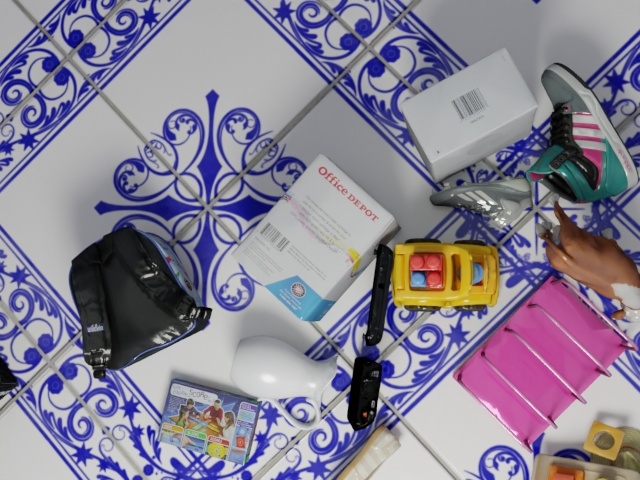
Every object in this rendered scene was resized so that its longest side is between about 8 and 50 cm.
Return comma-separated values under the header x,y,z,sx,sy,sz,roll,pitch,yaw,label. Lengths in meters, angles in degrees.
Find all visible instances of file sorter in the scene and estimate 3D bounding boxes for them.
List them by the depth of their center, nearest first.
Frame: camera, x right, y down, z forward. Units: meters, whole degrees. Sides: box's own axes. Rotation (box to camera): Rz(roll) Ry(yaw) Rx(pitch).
x,y,z,sx,sy,sz,roll,pitch,yaw,label
0.425,0.235,1.542,0.202,0.182,0.291,45,93,11,file sorter

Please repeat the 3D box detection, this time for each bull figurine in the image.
x,y,z,sx,sy,sz,roll,pitch,yaw,label
0.526,0.039,1.536,0.101,0.310,0.188,-42,38,24,bull figurine

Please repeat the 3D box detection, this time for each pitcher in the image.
x,y,z,sx,sy,sz,roll,pitch,yaw,label
-0.083,0.295,1.666,0.207,0.125,0.178,15,102,0,pitcher

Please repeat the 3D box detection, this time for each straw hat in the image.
x,y,z,sx,sy,sz,roll,pitch,yaw,label
0.596,0.435,1.553,0.144,0.061,0.145,-1,84,10,straw hat

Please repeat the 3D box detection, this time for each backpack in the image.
x,y,z,sx,sy,sz,roll,pitch,yaw,label
-0.384,0.110,1.685,0.276,0.213,0.263,-27,88,0,backpack

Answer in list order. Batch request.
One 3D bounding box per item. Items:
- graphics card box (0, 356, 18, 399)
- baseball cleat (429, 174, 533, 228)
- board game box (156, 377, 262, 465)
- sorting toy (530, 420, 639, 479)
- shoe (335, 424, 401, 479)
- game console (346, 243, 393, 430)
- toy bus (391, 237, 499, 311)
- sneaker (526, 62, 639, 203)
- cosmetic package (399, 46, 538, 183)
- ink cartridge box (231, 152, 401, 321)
x,y,z,sx,sy,sz,roll,pitch,yaw,label
-0.891,0.351,1.808,0.371,0.094,0.233,-39,79,3,graphics card box
0.330,-0.073,1.647,0.205,0.072,0.110,-10,82,10,baseball cleat
-0.237,0.385,1.717,0.201,0.035,0.136,13,87,11,board game box
0.480,0.490,1.485,0.195,0.047,0.348,6,59,24,sorting toy
0.080,0.475,1.631,0.058,0.076,0.219,38,90,16,shoe
0.099,0.189,1.591,0.043,0.213,0.362,9,83,-1,game console
0.243,0.062,1.579,0.220,0.211,0.150,0,83,8,toy bus
0.480,-0.195,1.612,0.178,0.124,0.296,-29,81,-5,sneaker
0.292,-0.239,1.593,0.224,0.224,0.138,-28,78,6,cosmetic package
0.000,0.000,1.633,0.198,0.197,0.270,42,93,12,ink cartridge box
